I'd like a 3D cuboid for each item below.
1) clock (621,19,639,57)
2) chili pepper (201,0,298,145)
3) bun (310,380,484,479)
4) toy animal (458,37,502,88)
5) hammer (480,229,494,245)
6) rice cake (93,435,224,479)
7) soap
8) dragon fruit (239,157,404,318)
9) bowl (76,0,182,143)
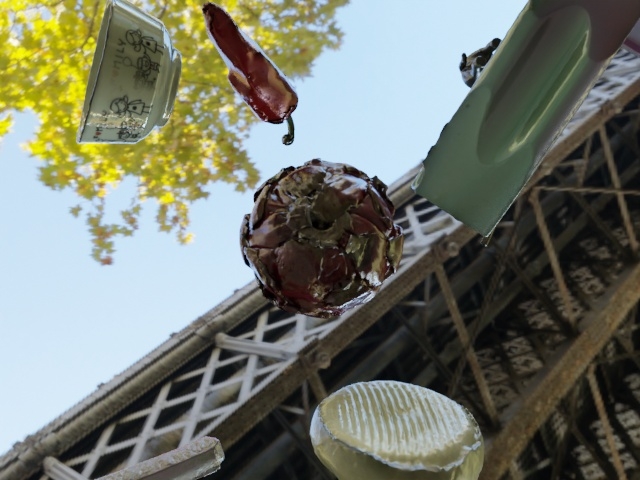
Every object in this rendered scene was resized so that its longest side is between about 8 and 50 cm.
[{"bbox_3d":[0.521,-0.294,0.966,0.197,0.150,0.063,27,-103,-7],"label":"clock"},{"bbox_3d":[-0.133,-0.337,1.423,0.387,0.110,0.110,48,-121,-52],"label":"chili pepper"},{"bbox_3d":[0.119,0.338,1.115,0.287,0.287,0.146,-9,-67,-39],"label":"bun"},{"bbox_3d":[0.409,-0.337,1.430,0.269,0.137,0.082,16,-102,-12],"label":"toy animal"},{"bbox_3d":[0.323,-0.117,1.123,0.292,0.029,0.058,-62,-31,-12],"label":"hammer"},{"bbox_3d":[-0.369,0.489,1.406,0.365,0.056,0.072,-16,-58,-24],"label":"rice cake"},{"bbox_3d":[0.232,-0.168,0.760,0.324,0.109,0.193,-57,-9,13],"label":"soap"},{"bbox_3d":[-0.001,-0.003,1.338,0.329,0.329,0.329,1,-92,-39],"label":"dragon fruit"},{"bbox_3d":[-0.295,-0.255,1.088,0.126,0.238,0.237,11,-98,-23],"label":"bowl"}]
